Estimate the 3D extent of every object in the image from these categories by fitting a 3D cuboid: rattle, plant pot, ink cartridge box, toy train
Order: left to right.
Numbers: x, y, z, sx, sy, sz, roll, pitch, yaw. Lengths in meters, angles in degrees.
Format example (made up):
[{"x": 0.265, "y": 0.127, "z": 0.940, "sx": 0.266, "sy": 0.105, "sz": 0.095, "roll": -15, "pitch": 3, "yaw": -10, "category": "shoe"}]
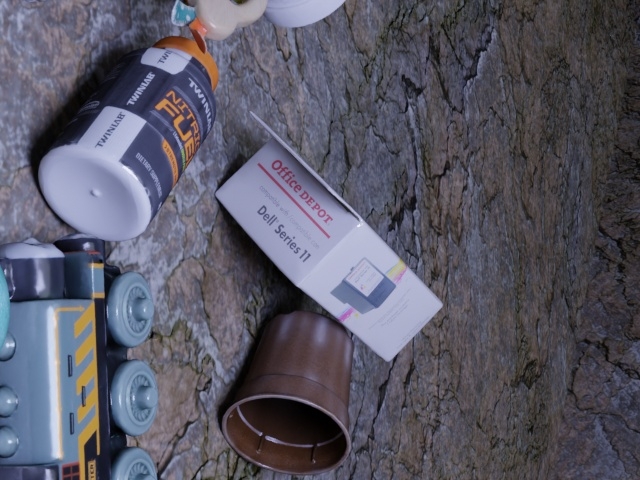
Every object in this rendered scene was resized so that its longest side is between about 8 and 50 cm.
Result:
[{"x": -0.250, "y": 0.157, "z": 1.211, "sx": 0.190, "sy": 0.142, "sz": 0.333, "roll": 6, "pitch": 82, "yaw": -67, "category": "toy train"}, {"x": -0.151, "y": -0.264, "z": 1.458, "sx": 0.130, "sy": 0.143, "sz": 0.199, "roll": 47, "pitch": 43, "yaw": -37, "category": "rattle"}, {"x": -0.030, "y": 0.190, "z": 1.645, "sx": 0.165, "sy": 0.167, "sz": 0.167, "roll": -76, "pitch": 150, "yaw": -43, "category": "plant pot"}, {"x": 0.000, "y": 0.000, "z": 1.641, "sx": 0.119, "sy": 0.207, "sz": 0.353, "roll": -45, "pitch": 143, "yaw": 1, "category": "ink cartridge box"}]

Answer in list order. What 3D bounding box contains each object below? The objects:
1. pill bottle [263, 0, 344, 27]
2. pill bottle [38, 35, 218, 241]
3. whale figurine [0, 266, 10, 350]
[{"x": -0.081, "y": -0.425, "z": 1.554, "sx": 0.334, "sy": 0.188, "sz": 0.187, "roll": 55, "pitch": 42, "yaw": -48, "category": "pill bottle"}, {"x": -0.194, "y": -0.123, "z": 1.368, "sx": 0.130, "sy": 0.130, "sz": 0.245, "roll": 67, "pitch": 33, "yaw": -35, "category": "pill bottle"}, {"x": -0.361, "y": 0.048, "z": 1.013, "sx": 0.272, "sy": 0.141, "sz": 0.216, "roll": 25, "pitch": 66, "yaw": -60, "category": "whale figurine"}]
